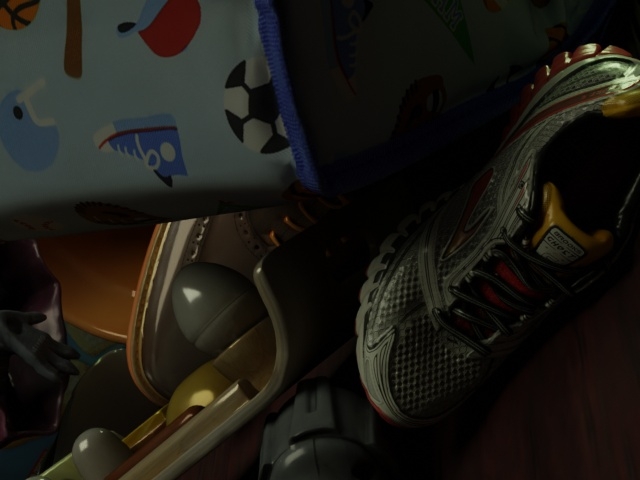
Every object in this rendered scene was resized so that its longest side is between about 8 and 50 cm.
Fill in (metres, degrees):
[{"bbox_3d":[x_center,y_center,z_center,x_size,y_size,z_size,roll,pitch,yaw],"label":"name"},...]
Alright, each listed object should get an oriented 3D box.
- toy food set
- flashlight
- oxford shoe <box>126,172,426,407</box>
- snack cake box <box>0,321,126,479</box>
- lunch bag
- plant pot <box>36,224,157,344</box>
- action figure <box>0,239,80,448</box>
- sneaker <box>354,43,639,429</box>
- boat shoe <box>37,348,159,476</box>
[{"bbox_3d":[-0.085,0.085,1.012,0.306,0.092,0.220,-40,-3,27],"label":"toy food set"},{"bbox_3d":[0.004,0.169,0.760,0.103,0.103,0.304,-52,17,23],"label":"flashlight"},{"bbox_3d":[-0.015,-0.030,1.176,0.364,0.130,0.133,-58,21,-1],"label":"oxford shoe"},{"bbox_3d":[-0.273,0.111,1.644,0.264,0.152,0.089,-60,15,-5],"label":"snack cake box"},{"bbox_3d":[-0.028,-0.141,0.993,0.328,0.239,0.385,-5,15,38],"label":"lunch bag"},{"bbox_3d":[-0.159,-0.080,1.478,0.291,0.291,0.203,-42,6,46],"label":"plant pot"},{"bbox_3d":[-0.362,0.138,1.422,0.370,0.275,0.248,-39,41,41],"label":"action figure"},{"bbox_3d":[0.096,0.001,0.833,0.225,0.088,0.093,-56,17,8],"label":"sneaker"},{"bbox_3d":[-0.204,0.192,1.412,0.070,0.078,0.219,-37,27,50],"label":"boat shoe"}]
